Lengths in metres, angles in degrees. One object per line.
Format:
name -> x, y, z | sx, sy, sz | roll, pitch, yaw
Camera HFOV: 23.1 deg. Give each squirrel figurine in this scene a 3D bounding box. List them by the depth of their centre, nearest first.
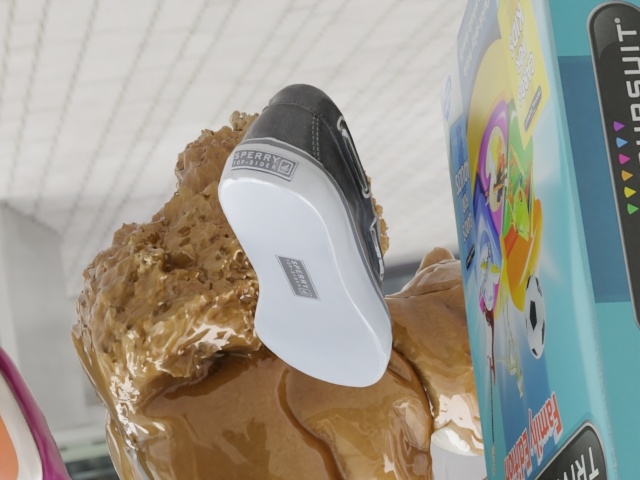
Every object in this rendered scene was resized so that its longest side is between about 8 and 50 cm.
squirrel figurine -> 0.009, 0.088, 1.273 | 0.370, 0.397, 0.281 | -29, -163, -17

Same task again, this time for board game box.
board game box -> 0.127, 0.019, 0.743 | 0.079, 0.336, 0.254 | -3, 158, -5

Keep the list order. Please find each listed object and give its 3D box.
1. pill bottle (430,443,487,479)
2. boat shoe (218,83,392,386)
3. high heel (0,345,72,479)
pill bottle -> 0.068, 0.328, 1.709 | 0.283, 0.161, 0.161 | -38, 158, 31
boat shoe -> 0.000, 0.000, 0.836 | 0.080, 0.076, 0.228 | 11, 151, 21
high heel -> -0.268, 0.214, 1.444 | 0.127, 0.377, 0.181 | 5, -150, 14
